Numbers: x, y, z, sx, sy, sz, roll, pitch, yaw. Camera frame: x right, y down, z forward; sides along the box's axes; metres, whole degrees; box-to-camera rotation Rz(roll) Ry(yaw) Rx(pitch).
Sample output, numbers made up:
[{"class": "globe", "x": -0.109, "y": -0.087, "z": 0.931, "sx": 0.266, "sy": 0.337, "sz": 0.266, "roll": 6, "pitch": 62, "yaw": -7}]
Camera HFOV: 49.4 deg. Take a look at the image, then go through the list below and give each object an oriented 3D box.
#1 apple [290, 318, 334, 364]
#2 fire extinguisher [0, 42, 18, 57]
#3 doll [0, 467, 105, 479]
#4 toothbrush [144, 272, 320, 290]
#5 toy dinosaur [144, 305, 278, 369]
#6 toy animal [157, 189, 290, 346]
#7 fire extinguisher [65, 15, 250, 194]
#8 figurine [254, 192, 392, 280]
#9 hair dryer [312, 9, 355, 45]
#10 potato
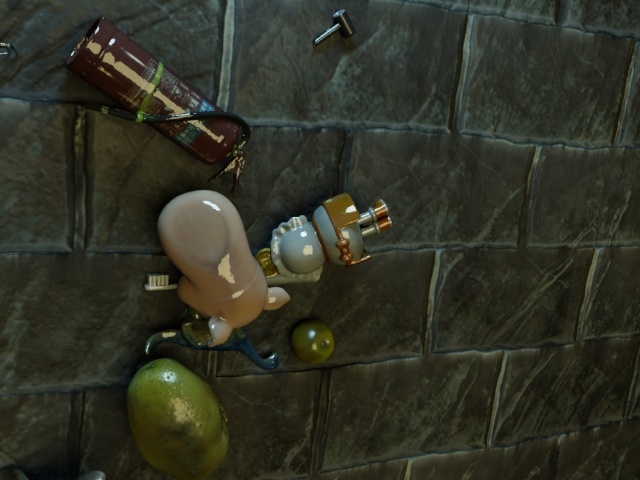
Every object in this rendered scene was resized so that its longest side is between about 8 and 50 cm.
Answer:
[{"class": "apple", "x": -0.014, "y": 0.200, "z": 1.380, "sx": 0.090, "sy": 0.074, "sz": 0.089, "roll": 5, "pitch": 83, "yaw": -40}, {"class": "fire extinguisher", "x": -0.494, "y": -0.281, "z": 1.013, "sx": 0.100, "sy": 0.046, "sz": 0.032, "roll": -2, "pitch": 117, "yaw": -26}, {"class": "doll", "x": -0.449, "y": 0.583, "z": 1.169, "sx": 0.215, "sy": 0.226, "sz": 0.370, "roll": 0, "pitch": 112, "yaw": 11}, {"class": "toothbrush", "x": -0.156, "y": 0.073, "z": 1.299, "sx": 0.343, "sy": 0.025, "sz": 0.030, "roll": 0, "pitch": 101, "yaw": -27}, {"class": "toy dinosaur", "x": -0.197, "y": 0.203, "z": 1.286, "sx": 0.248, "sy": 0.075, "sz": 0.188, "roll": -23, "pitch": 116, "yaw": -28}, {"class": "toy animal", "x": -0.175, "y": 0.033, "z": 1.175, "sx": 0.167, "sy": 0.154, "sz": 0.250, "roll": -29, "pitch": 99, "yaw": -15}, {"class": "fire extinguisher", "x": -0.246, "y": -0.204, "z": 1.135, "sx": 0.341, "sy": 0.105, "sz": 0.141, "roll": 36, "pitch": 100, "yaw": -30}, {"class": "figurine", "x": 0.005, "y": 0.003, "z": 1.299, "sx": 0.271, "sy": 0.143, "sz": 0.143, "roll": -30, "pitch": 115, "yaw": -18}, {"class": "hair dryer", "x": 0.022, "y": -0.380, "z": 1.276, "sx": 0.083, "sy": 0.026, "sz": 0.047, "roll": -38, "pitch": 117, "yaw": -11}, {"class": "potato", "x": -0.250, "y": 0.319, "z": 1.236, "sx": 0.169, "sy": 0.143, "sz": 0.248, "roll": -19, "pitch": 116, "yaw": -1}]
